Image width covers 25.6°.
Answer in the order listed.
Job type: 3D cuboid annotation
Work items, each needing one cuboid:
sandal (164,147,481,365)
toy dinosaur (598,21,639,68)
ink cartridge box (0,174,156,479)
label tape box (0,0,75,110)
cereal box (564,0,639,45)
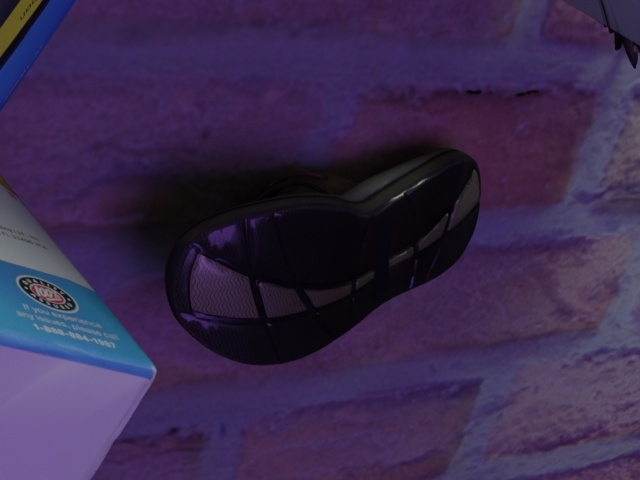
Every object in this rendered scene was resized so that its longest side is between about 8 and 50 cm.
[{"bbox_3d":[0.001,0.001,0.979,0.303,0.086,0.120,-18,127,-48],"label":"sandal"},{"bbox_3d":[0.305,-0.185,0.983,0.200,0.296,0.127,-42,128,-70],"label":"toy dinosaur"},{"bbox_3d":[-0.254,0.041,0.650,0.198,0.270,0.197,20,108,-46],"label":"ink cartridge box"},{"bbox_3d":[-0.124,-0.225,0.580,0.249,0.115,0.347,-60,-178,-17],"label":"label tape box"},{"bbox_3d":[0.140,-0.232,0.791,0.047,0.240,0.173,-14,128,-32],"label":"cereal box"}]
